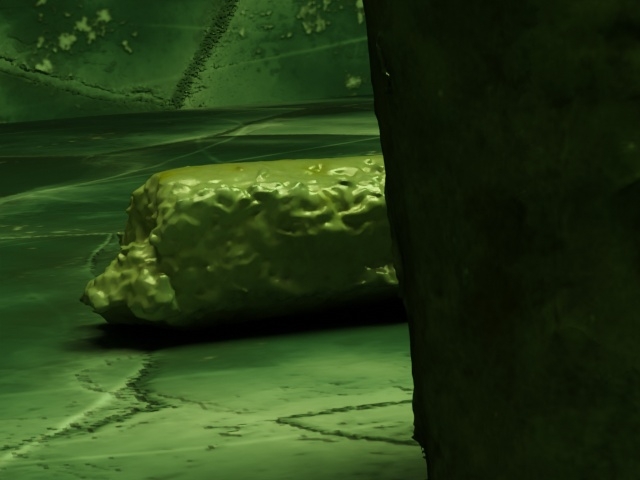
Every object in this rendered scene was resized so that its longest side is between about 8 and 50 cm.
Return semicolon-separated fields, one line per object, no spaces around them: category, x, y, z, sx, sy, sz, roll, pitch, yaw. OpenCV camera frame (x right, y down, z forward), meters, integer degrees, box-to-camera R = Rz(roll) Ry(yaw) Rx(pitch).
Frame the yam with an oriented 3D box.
yam;0.112;-0.055;0.639;0.195;0.300;0.195;-6;-2;0

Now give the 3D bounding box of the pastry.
pastry;0.000;0.001;1.034;0.258;0.089;0.121;-2;-5;-12
